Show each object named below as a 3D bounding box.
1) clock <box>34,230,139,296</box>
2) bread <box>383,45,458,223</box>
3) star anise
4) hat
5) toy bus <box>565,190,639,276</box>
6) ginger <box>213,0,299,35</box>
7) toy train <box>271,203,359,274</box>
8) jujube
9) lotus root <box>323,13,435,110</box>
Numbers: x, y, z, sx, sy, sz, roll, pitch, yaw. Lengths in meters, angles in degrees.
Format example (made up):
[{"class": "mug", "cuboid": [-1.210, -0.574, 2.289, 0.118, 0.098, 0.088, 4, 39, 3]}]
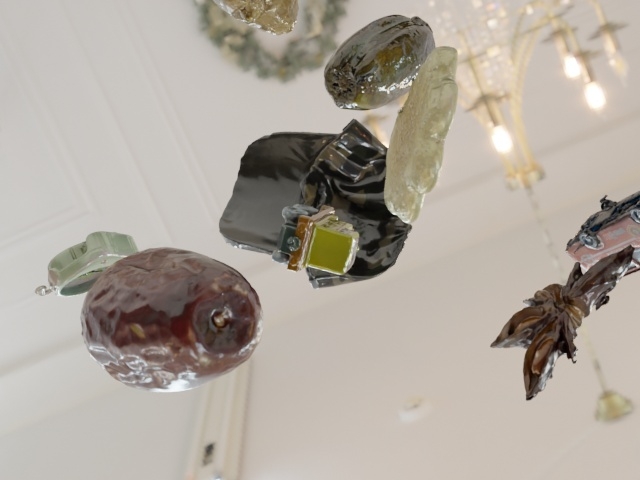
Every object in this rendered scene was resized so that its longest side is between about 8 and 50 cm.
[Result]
[{"class": "clock", "cuboid": [-0.447, 0.052, 2.186, 0.191, 0.062, 0.151, -30, 166, 17]}, {"class": "bread", "cuboid": [0.124, -0.124, 1.481, 0.039, 0.182, 0.251, 12, 148, -8]}, {"class": "star anise", "cuboid": [0.268, 0.090, 1.356, 0.157, 0.053, 0.212, -1, -125, 57]}, {"class": "hat", "cuboid": [-0.013, -0.065, 2.470, 0.382, 0.257, 0.366, 2, -113, 52]}, {"class": "toy bus", "cuboid": [0.385, -0.015, 1.375, 0.073, 0.096, 0.235, -53, -171, -25]}, {"class": "ginger", "cuboid": [-0.111, -0.302, 1.238, 0.086, 0.131, 0.294, -27, 163, 19]}, {"class": "toy train", "cuboid": [0.000, 0.000, 1.800, 0.127, 0.089, 0.219, 16, -171, 9]}, {"class": "jujube", "cuboid": [-0.208, 0.111, 1.635, 0.223, 0.223, 0.318, -31, -167, -29]}, {"class": "lotus root", "cuboid": [0.099, -0.289, 1.885, 0.124, 0.123, 0.241, 34, -135, 21]}]
